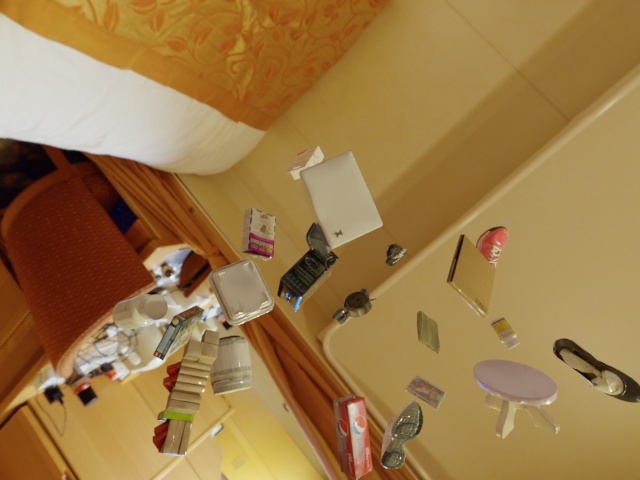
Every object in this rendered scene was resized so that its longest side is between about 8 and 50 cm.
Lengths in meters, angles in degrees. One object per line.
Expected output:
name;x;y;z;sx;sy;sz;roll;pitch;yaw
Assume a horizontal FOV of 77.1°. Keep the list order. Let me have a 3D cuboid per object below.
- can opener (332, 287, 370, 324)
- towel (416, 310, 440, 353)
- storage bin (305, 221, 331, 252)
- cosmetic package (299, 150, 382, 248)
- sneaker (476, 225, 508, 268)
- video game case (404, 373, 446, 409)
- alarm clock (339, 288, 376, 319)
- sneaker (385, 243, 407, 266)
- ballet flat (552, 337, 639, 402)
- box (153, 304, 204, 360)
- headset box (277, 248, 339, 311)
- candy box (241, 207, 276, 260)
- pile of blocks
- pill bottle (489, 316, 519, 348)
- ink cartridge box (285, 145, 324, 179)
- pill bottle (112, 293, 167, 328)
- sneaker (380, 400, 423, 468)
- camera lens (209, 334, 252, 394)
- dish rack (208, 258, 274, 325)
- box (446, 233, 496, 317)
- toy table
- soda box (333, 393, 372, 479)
can opener;0.194;0.411;2.503;0.280;0.074;0.093;-47;131;4
towel;0.410;0.347;1.524;0.027;0.110;0.148;-42;-157;35
storage bin;0.000;0.000;1.708;0.098;0.091;0.135;-60;158;-20
cosmetic package;0.049;-0.113;1.294;0.161;0.230;0.453;-23;-178;-1
sneaker;0.723;0.088;1.736;0.314;0.115;0.136;-59;-156;16
video game case;0.564;0.803;2.146;0.201;0.183;0.023;-7;120;-60
alarm clock;0.158;0.305;1.866;0.192;0.064;0.129;-40;-147;-21
sneaker;0.405;0.076;2.275;0.234;0.106;0.078;-26;152;-53
ballet flat;0.897;0.436;1.323;0.096;0.280;0.095;-5;121;-41
box;-0.527;0.340;1.514;0.159;0.044;0.233;-62;179;0
headset box;-0.070;0.177;1.884;0.283;0.131;0.246;-44;169;-26
candy box;-0.315;-0.030;2.050;0.071;0.234;0.159;-19;150;41
pile of blocks;-0.398;0.422;1.132;0.149;0.112;0.362;-5;-113;63
pill bottle;0.729;0.365;1.584;0.065;0.116;0.065;-20;151;-11
ink cartridge box;-0.070;-0.346;1.832;0.115;0.067;0.198;-13;-148;30
pill bottle;-0.737;0.289;1.651;0.229;0.131;0.131;-16;-174;34
sneaker;0.300;0.731;1.554;0.129;0.111;0.297;-90;-159;-72
camera lens;-0.480;0.656;2.130;0.219;0.274;0.219;-11;159;-4
dish rack;-0.424;0.265;2.186;0.285;0.333;0.072;-20;165;-28
box;0.448;0.105;1.177;0.021;0.201;0.164;-12;-135;49
toy table;0.670;0.535;1.378;0.252;0.161;0.274;-20;-165;-20
soda box;0.118;0.708;1.461;0.092;0.263;0.083;-4;176;-39
